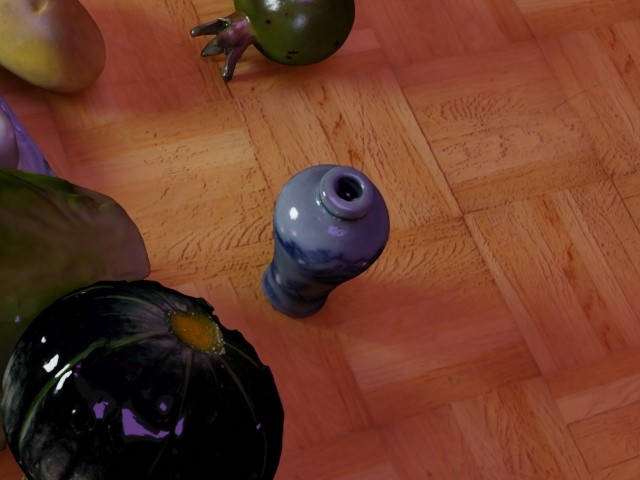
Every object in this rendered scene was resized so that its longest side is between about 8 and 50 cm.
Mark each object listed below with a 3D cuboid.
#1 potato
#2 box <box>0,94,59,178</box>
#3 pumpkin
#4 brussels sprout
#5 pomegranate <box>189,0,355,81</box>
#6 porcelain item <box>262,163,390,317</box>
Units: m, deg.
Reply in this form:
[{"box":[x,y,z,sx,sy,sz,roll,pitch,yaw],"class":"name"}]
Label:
[{"box":[-0.379,-0.282,1.960,0.234,0.146,0.150,33,53,0],"class":"potato"},{"box":[-0.505,-0.161,1.876,0.264,0.106,0.337,-29,72,-29],"class":"box"},{"box":[-0.192,0.198,1.543,0.295,0.296,0.296,8,59,-13],"class":"pumpkin"},{"box":[-0.380,0.057,1.686,0.371,0.276,0.315,-36,85,-30],"class":"brussels sprout"},{"box":[-0.063,-0.308,2.073,0.224,0.181,0.181,-33,74,-15],"class":"pomegranate"},{"box":[0.000,0.000,1.854,0.141,0.259,0.141,7,61,-13],"class":"porcelain item"}]
